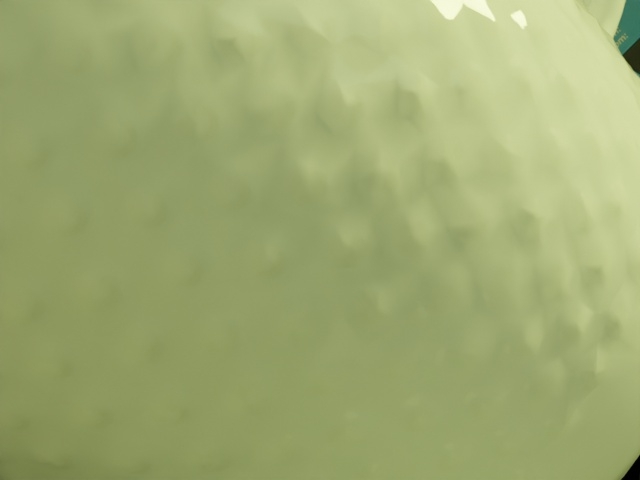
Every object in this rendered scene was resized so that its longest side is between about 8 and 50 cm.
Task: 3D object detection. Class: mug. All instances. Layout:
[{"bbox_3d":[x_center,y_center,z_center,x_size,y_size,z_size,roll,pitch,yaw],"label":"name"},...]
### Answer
[{"bbox_3d":[-0.016,-0.069,0.449,0.328,0.374,0.276,28,-4,-16],"label":"mug"}]

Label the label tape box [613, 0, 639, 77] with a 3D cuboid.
[{"bbox_3d":[0.262,-0.140,1.091,0.334,0.240,0.105,23,37,-28],"label":"label tape box"}]

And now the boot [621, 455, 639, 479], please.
[{"bbox_3d":[0.250,0.198,0.744,0.206,0.090,0.248,56,35,-15],"label":"boot"}]
